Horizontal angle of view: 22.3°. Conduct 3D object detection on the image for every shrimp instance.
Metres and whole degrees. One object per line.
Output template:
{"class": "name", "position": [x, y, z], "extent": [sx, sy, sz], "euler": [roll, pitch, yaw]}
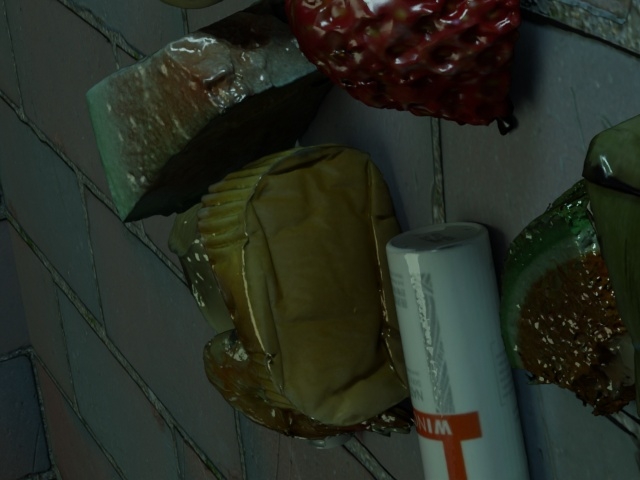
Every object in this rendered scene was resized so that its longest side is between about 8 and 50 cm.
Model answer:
{"class": "shrimp", "position": [-0.011, 0.177, 1.825], "extent": [0.294, 0.062, 0.154], "euler": [13, 135, 38]}

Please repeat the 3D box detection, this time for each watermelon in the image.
{"class": "watermelon", "position": [-0.100, -0.170, 1.703], "extent": [0.151, 0.264, 0.302], "euler": [56, 146, 8]}

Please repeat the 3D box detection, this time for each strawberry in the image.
{"class": "strawberry", "position": [0.060, -0.187, 1.359], "extent": [0.234, 0.178, 0.234], "euler": [168, 90, -75]}

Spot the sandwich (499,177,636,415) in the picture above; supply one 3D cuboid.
{"class": "sandwich", "position": [0.203, 0.060, 1.304], "extent": [0.159, 0.079, 0.235], "euler": [66, 157, 20]}

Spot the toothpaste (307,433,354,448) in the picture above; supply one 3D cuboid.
{"class": "toothpaste", "position": [-0.025, 0.090, 1.862], "extent": [0.100, 0.066, 0.323], "euler": [38, 147, 60]}

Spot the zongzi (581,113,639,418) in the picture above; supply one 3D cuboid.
{"class": "zongzi", "position": [0.304, 0.112, 0.976], "extent": [0.323, 0.159, 0.361], "euler": [-147, 46, -61]}

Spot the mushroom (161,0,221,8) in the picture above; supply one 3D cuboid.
{"class": "mushroom", "position": [-0.085, -0.335, 1.571], "extent": [0.260, 0.254, 0.234], "euler": [28, 177, 38]}

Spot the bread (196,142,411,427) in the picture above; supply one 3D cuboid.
{"class": "bread", "position": [-0.013, 0.051, 1.666], "extent": [0.156, 0.204, 0.288], "euler": [-14, 97, 64]}

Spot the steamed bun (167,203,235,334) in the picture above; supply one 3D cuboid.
{"class": "steamed bun", "position": [-0.134, 0.022, 2.082], "extent": [0.212, 0.110, 0.231], "euler": [-140, 42, -56]}

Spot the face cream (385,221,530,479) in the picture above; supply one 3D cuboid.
{"class": "face cream", "position": [0.136, 0.160, 1.517], "extent": [0.102, 0.102, 0.346], "euler": [17, 120, 65]}
